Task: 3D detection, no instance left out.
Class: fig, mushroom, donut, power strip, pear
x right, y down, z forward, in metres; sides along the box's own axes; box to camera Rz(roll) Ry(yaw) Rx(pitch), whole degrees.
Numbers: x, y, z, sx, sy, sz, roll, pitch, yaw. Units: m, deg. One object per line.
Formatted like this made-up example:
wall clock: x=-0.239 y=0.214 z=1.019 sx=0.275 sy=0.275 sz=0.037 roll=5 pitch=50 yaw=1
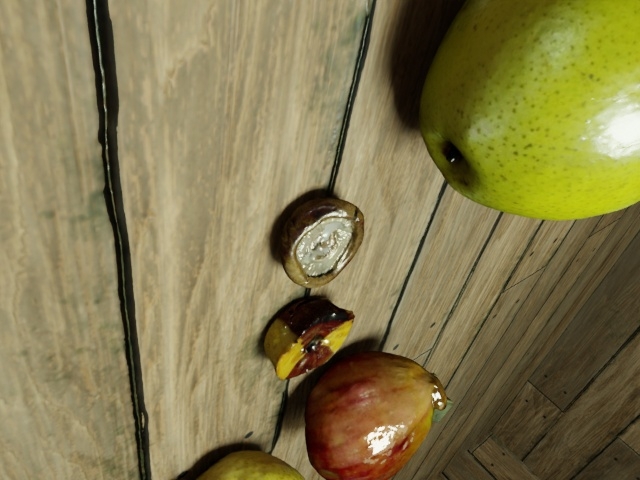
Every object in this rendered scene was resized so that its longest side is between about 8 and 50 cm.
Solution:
fig: x=0.086 y=0.313 z=0.899 sx=0.263 sy=0.224 sz=0.224 roll=-40 pitch=147 yaw=-17
mushroom: x=0.000 y=0.000 z=0.597 sx=0.123 sy=0.052 sz=0.123 roll=-24 pitch=134 yaw=-27
donut: x=-0.018 y=0.136 z=0.719 sx=0.140 sy=0.059 sz=0.140 roll=-31 pitch=145 yaw=-25
power strip: x=0.316 y=0.489 z=1.486 sx=0.092 sy=0.066 sz=0.387 roll=-50 pitch=145 yaw=3
pear: x=0.243 y=-0.155 z=0.504 sx=0.294 sy=0.294 sz=0.294 roll=-30 pitch=144 yaw=-24
pear: x=-0.129 y=0.477 z=0.819 sx=0.271 sy=0.271 sz=0.271 roll=-30 pitch=144 yaw=-24

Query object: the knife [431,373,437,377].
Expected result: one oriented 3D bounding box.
knife: x=0.248 y=0.368 z=1.314 sx=0.047 sy=0.017 sz=0.298 roll=-46 pitch=149 yaw=11
